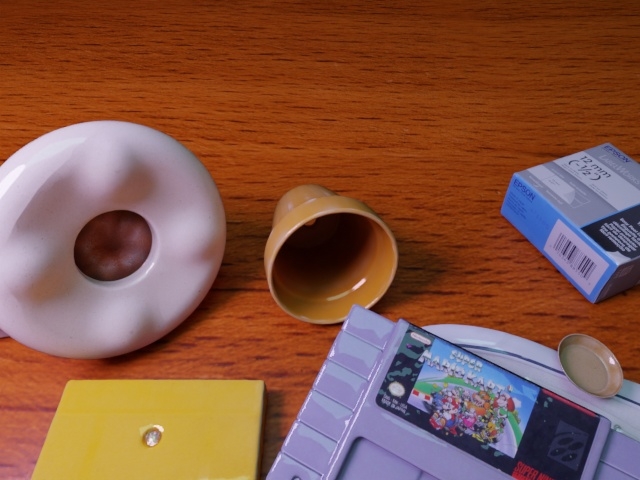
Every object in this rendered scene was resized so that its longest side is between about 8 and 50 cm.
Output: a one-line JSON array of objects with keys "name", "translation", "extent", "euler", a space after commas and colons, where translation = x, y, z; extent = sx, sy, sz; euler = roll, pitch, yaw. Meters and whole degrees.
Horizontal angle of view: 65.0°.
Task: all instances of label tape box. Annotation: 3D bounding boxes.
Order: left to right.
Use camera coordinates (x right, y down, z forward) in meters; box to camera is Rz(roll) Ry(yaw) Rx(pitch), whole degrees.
[{"name": "label tape box", "translation": [0.556, -0.061, 0.920], "extent": [0.347, 0.115, 0.249], "euler": [-20, 49, -15]}]

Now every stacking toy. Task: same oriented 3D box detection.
[{"name": "stacking toy", "translation": [-0.411, -0.055, 0.855], "extent": [0.350, 0.351, 0.479], "euler": [-32, 37, -26]}]

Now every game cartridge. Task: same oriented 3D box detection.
[{"name": "game cartridge", "translation": [-0.218, 0.327, 0.615], "extent": [0.285, 0.053, 0.324], "euler": [0, 49, 1]}, {"name": "game cartridge", "translation": [0.147, 0.239, 0.539], "extent": [0.354, 0.068, 0.230], "euler": [25, 79, 13]}]

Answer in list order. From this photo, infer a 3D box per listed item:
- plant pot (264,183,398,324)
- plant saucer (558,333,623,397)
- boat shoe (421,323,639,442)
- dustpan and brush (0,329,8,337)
[{"name": "plant pot", "translation": [0.000, 0.000, 0.831], "extent": [0.205, 0.205, 0.188], "euler": [-11, 32, -10]}, {"name": "plant saucer", "translation": [0.330, 0.156, 0.621], "extent": [0.083, 0.015, 0.084], "euler": [6, 51, -8]}, {"name": "boat shoe", "translation": [0.273, 0.236, 0.643], "extent": [0.366, 0.136, 0.157], "euler": [20, 52, 7]}, {"name": "dustpan and brush", "translation": [-0.540, 0.122, 0.803], "extent": [0.147, 0.060, 0.211], "euler": [26, 52, 24]}]
